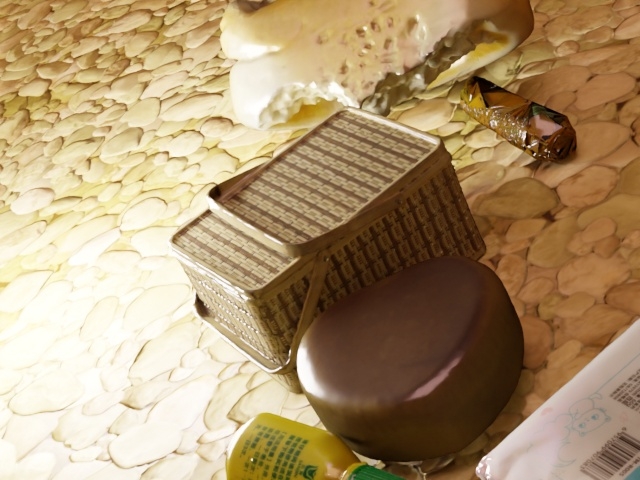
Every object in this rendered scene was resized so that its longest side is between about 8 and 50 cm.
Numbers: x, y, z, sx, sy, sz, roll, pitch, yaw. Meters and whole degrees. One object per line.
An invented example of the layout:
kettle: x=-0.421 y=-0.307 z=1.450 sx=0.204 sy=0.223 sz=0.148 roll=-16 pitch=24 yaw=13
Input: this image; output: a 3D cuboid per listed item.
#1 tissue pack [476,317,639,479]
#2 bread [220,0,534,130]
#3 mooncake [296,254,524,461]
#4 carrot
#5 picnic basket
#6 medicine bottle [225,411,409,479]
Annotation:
tissue pack: x=0.297 y=0.184 z=1.214 sx=0.271 sy=0.124 sz=0.201 roll=-37 pitch=32 yaw=-19
bread: x=0.065 y=-0.285 z=1.883 sx=0.424 sy=0.245 sz=0.329 roll=-19 pitch=11 yaw=18
mooncake: x=0.100 y=0.130 z=1.443 sx=0.235 sy=0.117 sz=0.234 roll=-18 pitch=35 yaw=14
carrot: x=0.251 y=-0.158 z=1.818 sx=0.069 sy=0.069 sz=0.229 roll=-32 pitch=31 yaw=-10
picnic basket: x=0.000 y=0.000 z=1.651 sx=0.313 sy=0.175 sz=0.228 roll=-37 pitch=33 yaw=-17
medicine bottle: x=0.016 y=0.240 z=1.390 sx=0.261 sy=0.064 sz=0.095 roll=11 pitch=72 yaw=40
